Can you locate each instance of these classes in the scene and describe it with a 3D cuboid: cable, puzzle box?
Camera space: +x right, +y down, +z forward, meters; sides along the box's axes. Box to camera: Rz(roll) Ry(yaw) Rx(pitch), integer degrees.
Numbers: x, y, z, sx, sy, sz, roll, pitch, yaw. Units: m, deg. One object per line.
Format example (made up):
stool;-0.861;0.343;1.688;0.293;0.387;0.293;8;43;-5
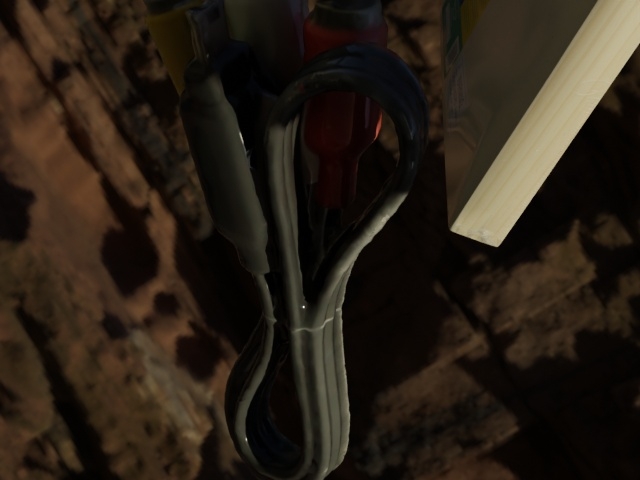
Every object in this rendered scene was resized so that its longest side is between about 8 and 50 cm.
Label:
cable;0.000;0.000;0.509;0.140;0.072;0.287;13;-48;31
puzzle box;0.196;-0.221;1.088;0.052;0.272;0.409;20;38;-11
